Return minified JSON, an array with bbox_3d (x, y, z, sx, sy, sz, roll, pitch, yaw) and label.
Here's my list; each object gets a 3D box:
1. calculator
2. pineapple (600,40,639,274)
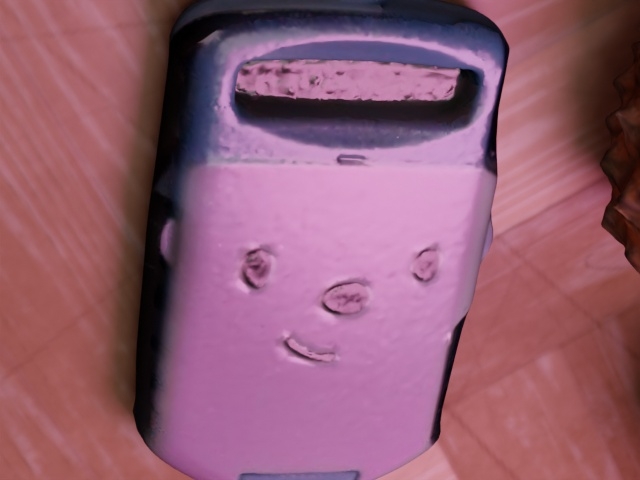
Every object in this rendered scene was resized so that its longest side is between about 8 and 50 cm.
[{"bbox_3d":[0.000,0.000,0.851,0.173,0.051,0.293,1,117,-16],"label":"calculator"},{"bbox_3d":[0.220,-0.062,0.824,0.166,0.166,0.193,2,113,-17],"label":"pineapple"}]
